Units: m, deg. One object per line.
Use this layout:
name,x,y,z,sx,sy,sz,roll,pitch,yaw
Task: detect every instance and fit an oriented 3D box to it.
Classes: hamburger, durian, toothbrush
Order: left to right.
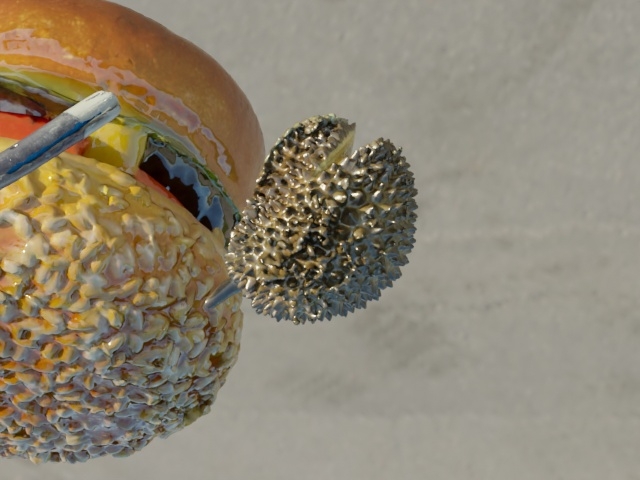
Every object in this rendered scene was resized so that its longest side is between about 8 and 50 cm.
toothbrush,-0.207,-0.005,0.965,0.024,0.288,0.026,19,132,41
hamburger,-0.204,0.000,1.339,0.330,0.250,0.330,10,149,6
durian,-0.001,-0.002,1.056,0.110,0.140,0.071,55,170,-16
